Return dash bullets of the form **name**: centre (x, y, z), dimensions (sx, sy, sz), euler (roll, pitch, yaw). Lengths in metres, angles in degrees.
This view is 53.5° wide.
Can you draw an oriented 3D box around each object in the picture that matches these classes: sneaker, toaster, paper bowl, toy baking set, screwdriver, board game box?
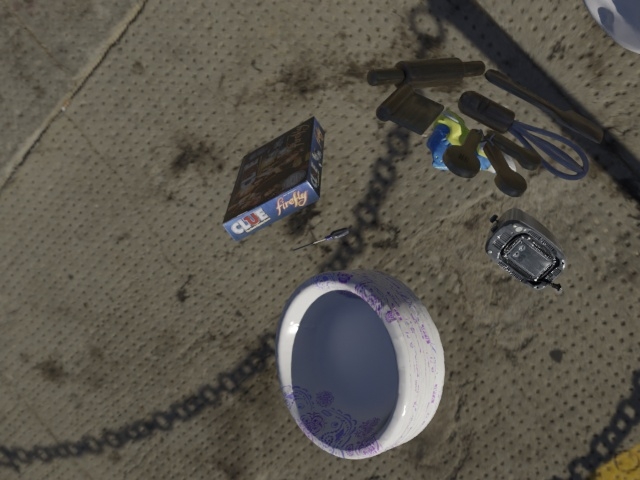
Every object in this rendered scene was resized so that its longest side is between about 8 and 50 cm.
- **sneaker**: centre (0.341, -0.194, 1.484), dimensions (0.240, 0.091, 0.126), euler (51, 118, 31)
- **toaster**: centre (0.521, 0.019, 1.598), dimensions (0.227, 0.146, 0.129), euler (36, 117, -2)
- **paper bowl**: centre (0.070, 0.186, 1.009), dimensions (0.284, 0.148, 0.285), euler (4, 95, 46)
- **toy baking set**: centre (0.169, -0.122, 0.648), dimensions (0.197, 0.256, 0.030), euler (54, 141, 24)
- **screwdriver**: centre (0.000, 0.000, 1.707), dimensions (0.169, 0.025, 0.024), euler (-21, 87, -17)
- **board game box**: centre (-0.075, -0.113, 1.100), dimensions (0.165, 0.243, 0.042), euler (-27, 119, 19)

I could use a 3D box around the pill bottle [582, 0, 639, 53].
- **pill bottle**: centre (0.194, -0.150, 0.288), dimensions (0.137, 0.078, 0.078), euler (-31, 91, -7)
